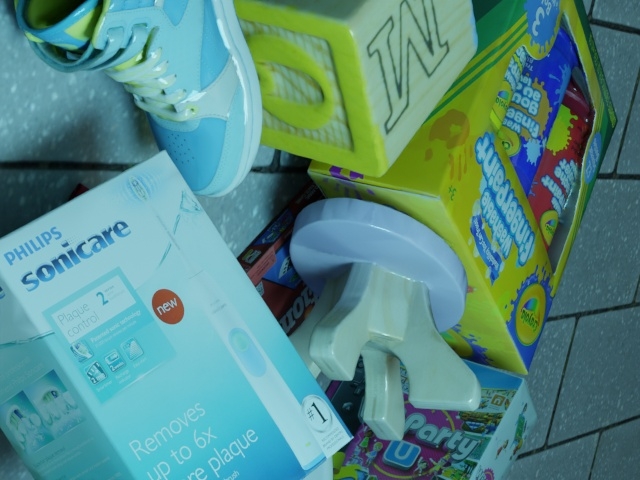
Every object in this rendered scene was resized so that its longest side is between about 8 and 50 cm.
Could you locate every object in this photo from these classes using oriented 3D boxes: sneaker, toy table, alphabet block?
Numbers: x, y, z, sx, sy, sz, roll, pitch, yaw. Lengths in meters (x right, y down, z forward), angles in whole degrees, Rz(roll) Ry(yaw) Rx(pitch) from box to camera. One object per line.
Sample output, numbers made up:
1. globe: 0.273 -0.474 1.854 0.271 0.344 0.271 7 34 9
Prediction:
1. sneaker: -0.159 -0.150 1.430 0.208 0.127 0.319 -41 129 -46
2. toy table: 0.049 0.090 1.782 0.274 0.252 0.161 41 52 -49
3. alphabet block: 0.016 -0.207 1.635 0.197 0.192 0.193 -54 145 -33

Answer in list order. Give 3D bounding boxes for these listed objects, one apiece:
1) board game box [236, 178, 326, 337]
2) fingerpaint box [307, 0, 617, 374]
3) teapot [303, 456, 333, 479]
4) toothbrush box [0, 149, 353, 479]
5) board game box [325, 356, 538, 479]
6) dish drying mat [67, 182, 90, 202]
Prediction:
1. board game box: 0.000 0.000 1.891 0.281 0.027 0.145 -49 145 -36
2. fingerpaint box: 0.184 -0.110 1.969 0.371 0.163 0.445 -67 153 -21
3. teapot: -0.120 0.221 1.639 0.256 0.187 0.253 33 56 -53
4. toothbrush box: -0.147 0.107 1.416 0.216 0.126 0.295 -32 88 -45
5. board game box: 0.081 0.271 1.981 0.303 0.224 0.097 -58 146 -26
6. dish drying mat: -0.202 -0.022 1.543 0.032 0.008 0.083 -66 152 -12
